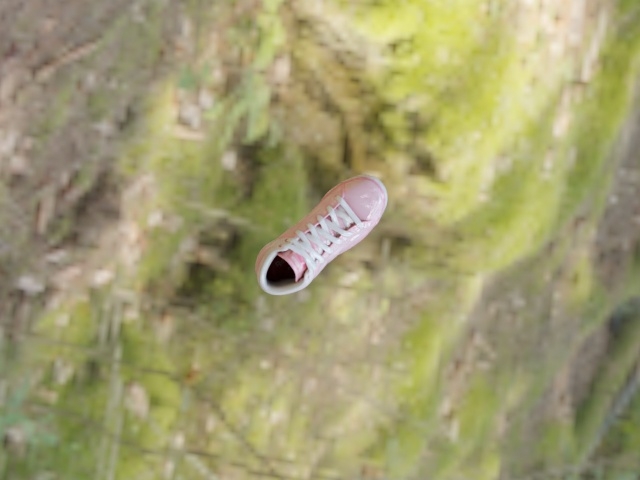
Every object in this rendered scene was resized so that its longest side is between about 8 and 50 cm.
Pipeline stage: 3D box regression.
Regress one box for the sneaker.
[{"bbox_3d":[0.000,0.000,1.532,0.051,0.134,0.070,51,13,-10],"label":"sneaker"}]
